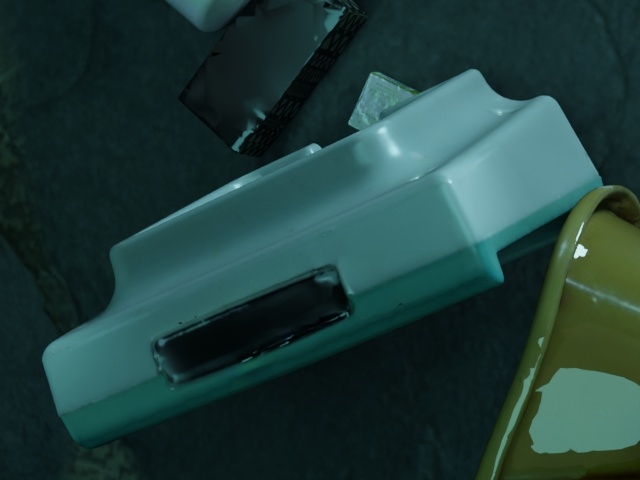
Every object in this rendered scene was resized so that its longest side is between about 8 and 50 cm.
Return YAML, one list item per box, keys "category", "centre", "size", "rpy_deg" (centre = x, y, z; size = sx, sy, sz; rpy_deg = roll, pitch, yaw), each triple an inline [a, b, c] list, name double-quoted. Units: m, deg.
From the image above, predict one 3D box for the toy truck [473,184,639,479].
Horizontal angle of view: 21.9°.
- category: "toy truck"
  centre: [0.205, 0.129, 0.853]
  size: [0.211, 0.204, 0.288]
  rpy_deg: [13, 94, 24]

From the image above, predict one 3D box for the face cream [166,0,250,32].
- category: "face cream"
  centre: [-0.146, -0.233, 1.064]
  size: [0.269, 0.082, 0.082]
  rpy_deg: [42, 105, 16]

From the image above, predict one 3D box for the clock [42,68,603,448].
- category: "clock"
  centre: [0.000, 0.000, 0.910]
  size: [0.262, 0.231, 0.116]
  rpy_deg: [-25, 90, 26]

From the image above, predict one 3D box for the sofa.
- category: "sofa"
  centre: [-0.031, -0.115, 1.039]
  size: [0.060, 0.039, 0.118]
  rpy_deg: [43, 105, 16]

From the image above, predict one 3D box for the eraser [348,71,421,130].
- category: "eraser"
  centre: [0.061, -0.070, 1.011]
  size: [0.083, 0.019, 0.038]
  rpy_deg: [29, 100, 20]
